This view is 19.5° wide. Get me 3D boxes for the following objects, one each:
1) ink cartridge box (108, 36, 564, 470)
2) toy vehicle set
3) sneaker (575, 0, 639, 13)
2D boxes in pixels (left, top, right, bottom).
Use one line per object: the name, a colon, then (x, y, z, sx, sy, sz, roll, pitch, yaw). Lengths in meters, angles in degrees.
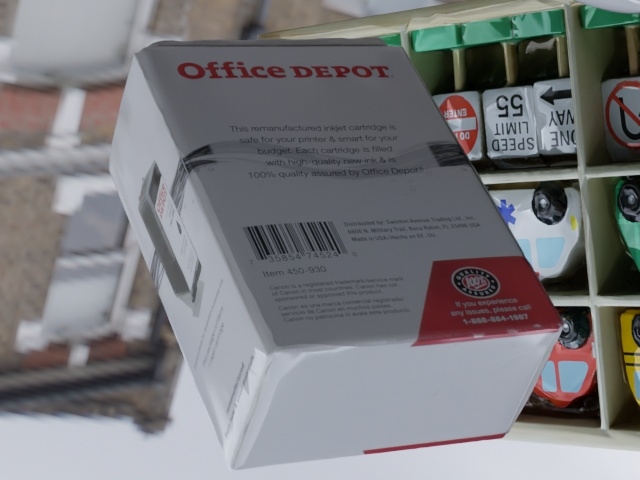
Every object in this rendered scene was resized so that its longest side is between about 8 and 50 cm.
ink cartridge box: (0.000, 0.000, 0.592, 0.099, 0.056, 0.135, -3, -134, -25)
toy vehicle set: (0.079, -0.009, 0.698, 0.035, 0.166, 0.267, -9, -175, -40)
sneaker: (-0.024, -0.153, 0.533, 0.296, 0.104, 0.147, 32, 159, -22)
